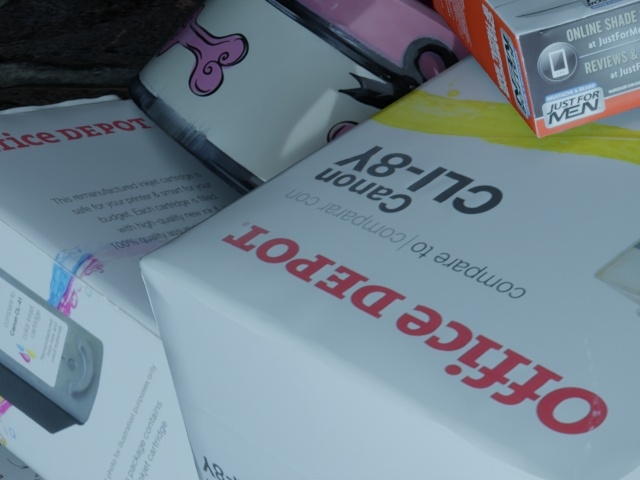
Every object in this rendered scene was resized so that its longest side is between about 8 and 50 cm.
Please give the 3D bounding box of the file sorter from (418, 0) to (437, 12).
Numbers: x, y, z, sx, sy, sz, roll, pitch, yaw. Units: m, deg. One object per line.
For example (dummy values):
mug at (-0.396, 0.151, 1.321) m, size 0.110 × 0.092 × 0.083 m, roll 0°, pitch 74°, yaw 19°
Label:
file sorter at (0.217, -0.165, 1.496) m, size 0.291 × 0.202 × 0.182 m, roll 0°, pitch 34°, yaw 20°

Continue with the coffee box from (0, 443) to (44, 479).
coffee box at (-0.243, 0.204, 1.140) m, size 0.297 × 0.168 × 0.119 m, roll -7°, pitch 33°, yaw 12°

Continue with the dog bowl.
dog bowl at (0.084, -0.059, 1.203) m, size 0.150 × 0.408 × 0.408 m, roll -59°, pitch 38°, yaw 8°

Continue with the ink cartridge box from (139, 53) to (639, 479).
ink cartridge box at (0.158, 0.019, 0.811) m, size 0.385 × 0.160 × 0.279 m, roll -34°, pitch 37°, yaw -27°

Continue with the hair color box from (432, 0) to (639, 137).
hair color box at (0.112, -0.113, 0.834) m, size 0.093 × 0.053 × 0.167 m, roll -17°, pitch 28°, yaw -4°

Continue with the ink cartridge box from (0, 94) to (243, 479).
ink cartridge box at (-0.090, 0.050, 1.058) m, size 0.306 × 0.131 × 0.226 m, roll 34°, pitch 25°, yaw 26°
